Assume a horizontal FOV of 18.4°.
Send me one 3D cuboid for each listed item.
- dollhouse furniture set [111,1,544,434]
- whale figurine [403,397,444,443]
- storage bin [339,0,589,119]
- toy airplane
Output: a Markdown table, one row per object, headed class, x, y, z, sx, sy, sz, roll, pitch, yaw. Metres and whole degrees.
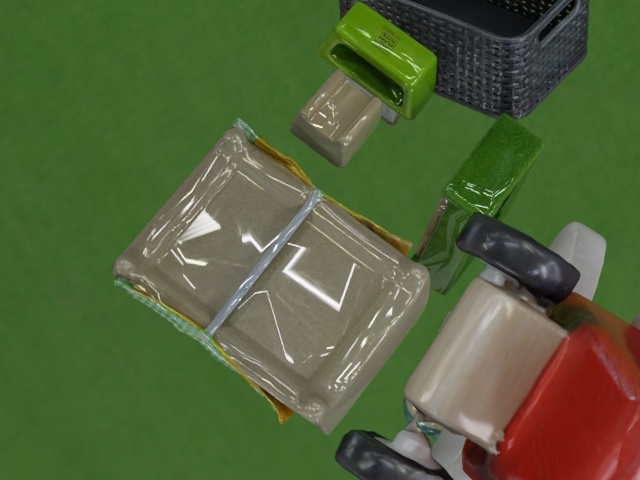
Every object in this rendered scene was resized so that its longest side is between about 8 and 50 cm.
| class | x | y | z | sx | sy | sz | roll | pitch | yaw |
| --- | --- | --- | --- | --- | --- | --- | --- | --- | --- |
| dollhouse furniture set | 0.000 | 0.000 | 1.511 | 0.197 | 0.301 | 0.151 | 37 | 158 | 6 |
| whale figurine | 0.150 | 0.183 | 1.494 | 0.216 | 0.272 | 0.141 | 28 | 132 | -3 |
| storage bin | 0.114 | -0.184 | 1.579 | 0.180 | 0.122 | 0.084 | 26 | 141 | 27 |
| toy airplane | 0.174 | 0.114 | 1.060 | 0.272 | 0.384 | 0.386 | 29 | 136 | 7 |
